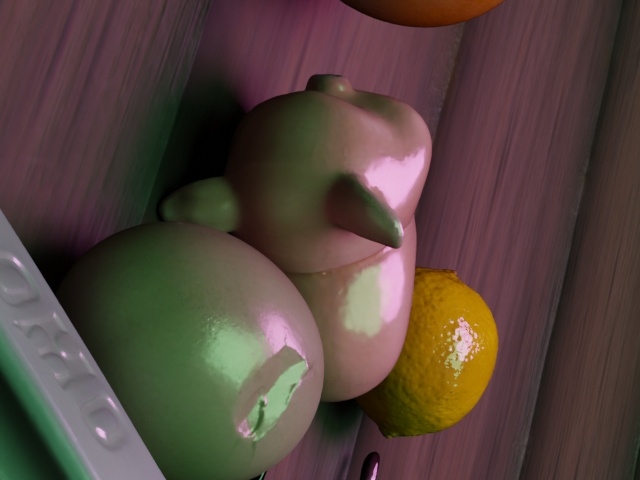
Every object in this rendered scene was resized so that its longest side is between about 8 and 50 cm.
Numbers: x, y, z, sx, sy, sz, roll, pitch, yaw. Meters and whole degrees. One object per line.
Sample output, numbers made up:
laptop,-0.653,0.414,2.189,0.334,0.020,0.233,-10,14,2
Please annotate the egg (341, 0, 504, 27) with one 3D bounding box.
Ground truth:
egg,0.089,-0.366,1.543,0.351,0.283,0.282,33,64,-52

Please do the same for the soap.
soap,-0.219,0.097,1.086,0.265,0.088,0.160,58,7,2

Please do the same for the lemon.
lemon,0.107,0.125,1.732,0.178,0.178,0.203,33,77,-56

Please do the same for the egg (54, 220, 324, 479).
egg,-0.111,0.100,1.306,0.269,0.219,0.219,37,60,-40

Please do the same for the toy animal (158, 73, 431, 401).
toy animal,0.000,0.000,1.521,0.269,0.237,0.326,-3,99,-71

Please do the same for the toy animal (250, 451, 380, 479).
toy animal,-0.015,0.320,1.620,0.324,0.090,0.195,13,82,-58
